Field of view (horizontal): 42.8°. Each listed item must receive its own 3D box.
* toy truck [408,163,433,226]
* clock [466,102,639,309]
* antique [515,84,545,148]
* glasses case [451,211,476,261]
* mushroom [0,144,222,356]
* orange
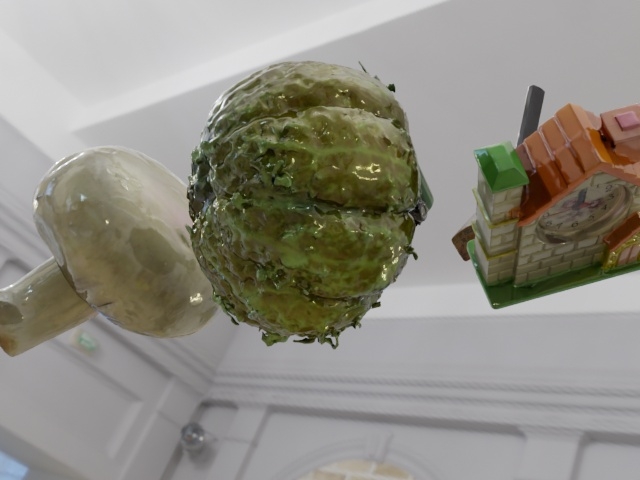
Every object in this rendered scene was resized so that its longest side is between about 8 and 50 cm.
[{"bbox_3d":[0.139,-0.127,1.537,0.101,0.125,0.242,-2,-42,32],"label":"toy truck"},{"bbox_3d":[0.297,-0.043,0.980,0.220,0.106,0.255,-16,-32,0],"label":"clock"},{"bbox_3d":[0.356,-0.179,1.404,0.031,0.192,0.015,24,-19,-25],"label":"antique"},{"bbox_3d":[0.286,-0.031,1.382,0.075,0.218,0.049,-34,-89,28],"label":"glasses case"},{"bbox_3d":[-0.291,0.002,1.142,0.356,0.315,0.315,-1,-16,-30],"label":"mushroom"},{"bbox_3d":[-0.033,-0.043,0.864,0.223,0.300,0.301,6,-44,-23],"label":"orange"}]
